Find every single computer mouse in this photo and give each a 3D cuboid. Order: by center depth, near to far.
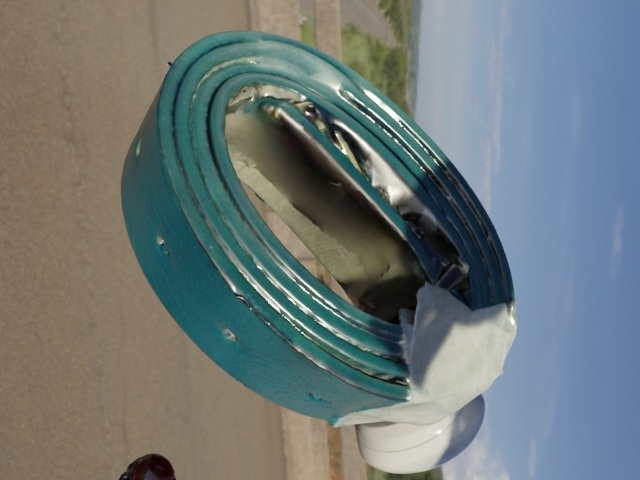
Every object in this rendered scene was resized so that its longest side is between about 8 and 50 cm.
[{"bbox_3d":[0.128,0.198,0.917,0.121,0.184,0.297,57,7,-18],"label":"computer mouse"}]

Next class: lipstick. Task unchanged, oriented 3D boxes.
[{"bbox_3d":[-0.231,0.331,0.901,0.299,0.081,0.081,118,-21,-57],"label":"lipstick"}]

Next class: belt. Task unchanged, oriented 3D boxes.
[{"bbox_3d":[-0.001,-0.001,0.702,0.300,0.436,0.173,-48,-177,-34],"label":"belt"}]
